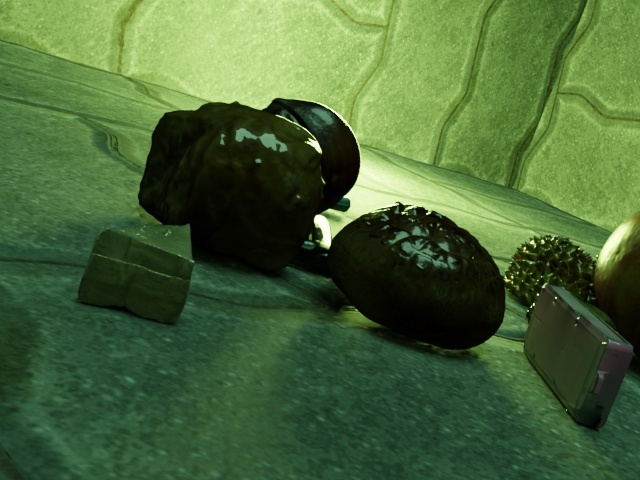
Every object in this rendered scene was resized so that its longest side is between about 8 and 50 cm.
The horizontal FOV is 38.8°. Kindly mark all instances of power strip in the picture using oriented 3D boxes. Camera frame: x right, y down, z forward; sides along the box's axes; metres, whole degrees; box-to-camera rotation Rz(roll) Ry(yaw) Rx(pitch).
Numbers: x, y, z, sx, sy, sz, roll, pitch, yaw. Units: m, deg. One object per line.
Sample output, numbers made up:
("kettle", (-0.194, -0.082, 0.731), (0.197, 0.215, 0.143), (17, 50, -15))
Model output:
("power strip", (0.324, 0.141, 1.174), (0.037, 0.109, 0.279), (16, 12, -6))

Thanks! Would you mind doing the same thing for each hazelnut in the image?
("hazelnut", (-0.044, -0.147, 1.597), (0.229, 0.230, 0.229), (19, 11, -4))

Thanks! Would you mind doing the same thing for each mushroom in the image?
("mushroom", (0.132, 0.046, 1.218), (0.253, 0.153, 0.253), (19, 22, -8))

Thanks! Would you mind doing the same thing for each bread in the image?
("bread", (-0.189, 0.020, 0.952), (0.105, 0.077, 0.152), (18, 10, -15))

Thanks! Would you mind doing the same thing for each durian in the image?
("durian", (0.444, 0.068, 1.692), (0.183, 0.138, 0.249), (22, 14, -37))

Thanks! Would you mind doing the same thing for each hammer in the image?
("hammer", (0.000, 0.000, 1.484), (0.111, 0.044, 0.365), (18, 9, -4))

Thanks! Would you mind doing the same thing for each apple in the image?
("apple", (0.611, 0.066, 1.502), (0.301, 0.302, 0.301), (19, 11, -4))

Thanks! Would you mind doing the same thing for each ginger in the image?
("ginger", (-0.113, -0.087, 1.270), (0.222, 0.201, 0.269), (12, 14, -26))

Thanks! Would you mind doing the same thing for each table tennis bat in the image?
("table tennis bat", (-0.030, -0.089, 1.858), (0.201, 0.033, 0.124), (10, 16, -23))

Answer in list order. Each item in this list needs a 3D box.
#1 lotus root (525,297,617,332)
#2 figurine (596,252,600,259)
("lotus root", (0.382, 0.127, 1.389), (0.179, 0.089, 0.081), (17, 54, -34))
("figurine", (0.624, 0.089, 1.744), (0.177, 0.247, 0.173), (9, 31, 33))
